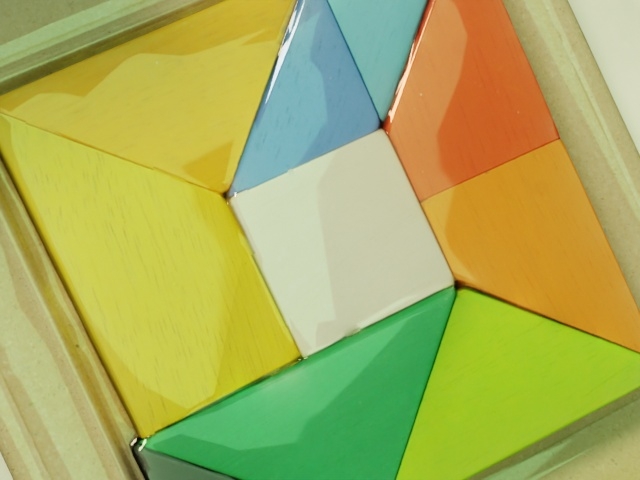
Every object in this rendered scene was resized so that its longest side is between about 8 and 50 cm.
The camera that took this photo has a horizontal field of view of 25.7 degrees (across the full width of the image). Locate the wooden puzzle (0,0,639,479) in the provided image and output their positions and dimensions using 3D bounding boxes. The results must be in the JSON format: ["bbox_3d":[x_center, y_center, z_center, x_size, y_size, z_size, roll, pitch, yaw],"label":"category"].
[{"bbox_3d":[0.000,0.000,0.420,0.221,0.044,0.239,-25,86,-14],"label":"wooden puzzle"}]
